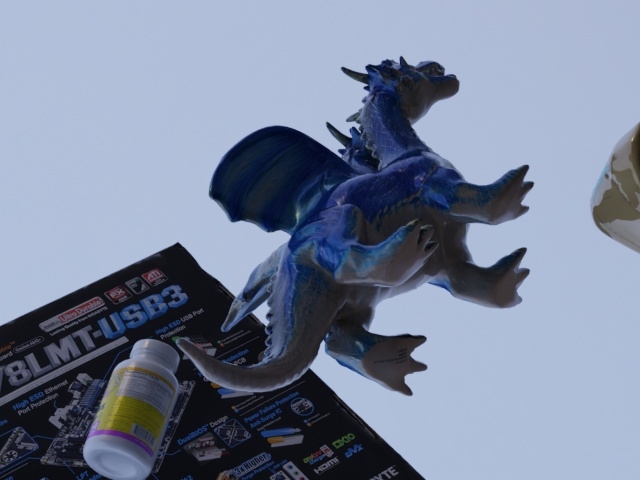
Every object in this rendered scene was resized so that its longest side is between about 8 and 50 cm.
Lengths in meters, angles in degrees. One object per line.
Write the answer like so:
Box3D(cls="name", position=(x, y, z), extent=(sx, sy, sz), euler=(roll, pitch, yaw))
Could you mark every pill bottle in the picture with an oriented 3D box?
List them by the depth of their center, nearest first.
Box3D(cls="pill bottle", position=(-0.112, 0.102, 1.019), extent=(0.043, 0.043, 0.083), euler=(37, -132, -23))

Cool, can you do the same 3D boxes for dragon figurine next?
Box3D(cls="dragon figurine", position=(0.000, 0.000, 0.769), extent=(0.289, 0.144, 0.085), euler=(-34, -48, -42))

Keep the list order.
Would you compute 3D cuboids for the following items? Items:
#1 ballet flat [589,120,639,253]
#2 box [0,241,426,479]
Box3D(cls="ballet flat", position=(0.234, 0.008, 0.793), extent=(0.232, 0.073, 0.080), euler=(25, -124, -9))
Box3D(cls="box", position=(-0.125, 0.159, 1.180), extent=(0.295, 0.073, 0.293), euler=(-27, -126, -37))
